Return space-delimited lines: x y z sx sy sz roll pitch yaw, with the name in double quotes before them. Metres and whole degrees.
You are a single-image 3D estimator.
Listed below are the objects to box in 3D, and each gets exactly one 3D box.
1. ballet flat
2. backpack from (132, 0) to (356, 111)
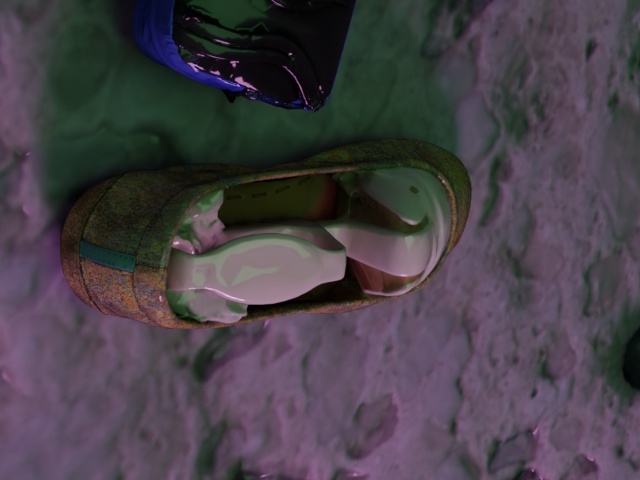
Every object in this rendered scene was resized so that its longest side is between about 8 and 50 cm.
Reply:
"ballet flat" 0.000 0.000 1.011 0.348 0.123 0.123 -6 104 -39
"backpack" -0.055 -0.135 0.941 0.120 0.101 0.098 12 90 -37
